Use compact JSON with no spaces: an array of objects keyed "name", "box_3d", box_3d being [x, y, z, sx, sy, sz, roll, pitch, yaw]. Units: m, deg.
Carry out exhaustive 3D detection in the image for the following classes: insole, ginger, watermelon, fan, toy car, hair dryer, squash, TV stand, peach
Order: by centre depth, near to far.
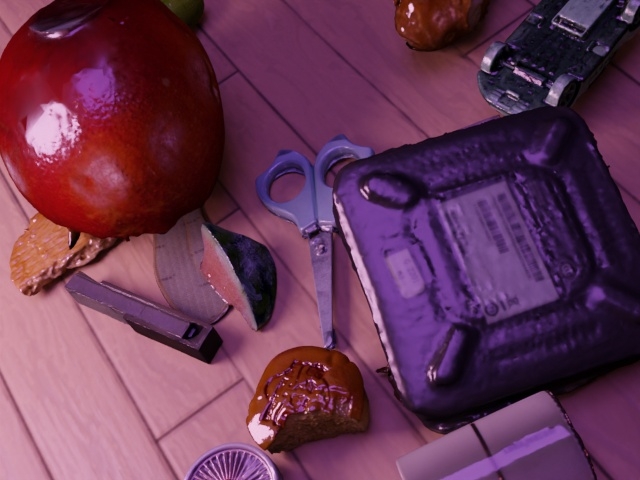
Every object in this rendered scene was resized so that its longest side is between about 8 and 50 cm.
[{"name":"hair dryer","box_3d":[0.242,0.360,1.053,0.203,0.128,0.362,-25,62,0]},{"name":"fan","box_3d":[-0.140,0.361,1.186,0.130,0.074,0.244,28,71,29]},{"name":"watermelon","box_3d":[-0.107,0.053,1.389,0.101,0.080,0.155,-4,46,-39]},{"name":"TV stand","box_3d":[-0.258,0.108,1.402,0.256,0.049,0.040,19,64,27]},{"name":"toy car","box_3d":[0.355,-0.275,1.411,0.136,0.125,0.306,33,75,28]},{"name":"peach","box_3d":[-0.316,-0.205,1.446,0.335,0.310,0.406,-11,44,2]},{"name":"insole","box_3d":[-0.209,-0.012,1.488,0.119,0.009,0.348,-22,54,4]},{"name":"ginger","box_3d":[0.249,-0.468,1.541,0.254,0.176,0.418,5,55,27]},{"name":"squash","box_3d":[-0.317,-0.337,1.688,0.292,0.082,0.082,-42,56,-11]}]

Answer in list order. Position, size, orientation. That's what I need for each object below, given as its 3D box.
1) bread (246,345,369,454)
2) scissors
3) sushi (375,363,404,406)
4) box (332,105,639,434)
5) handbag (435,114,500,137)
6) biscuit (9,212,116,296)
[{"name":"bread","box_3d":[-0.018,0.200,1.244,0.156,0.086,0.125,-19,53,4]},{"name":"scissors","box_3d":[0.001,0.001,1.405,0.191,0.029,0.360,-14,57,13]},{"name":"sushi","box_3d":[0.122,0.186,1.233,0.055,0.052,0.120,-32,57,-23]},{"name":"box","box_3d":[0.219,0.025,1.205,0.350,0.091,0.359,-18,72,-7]},{"name":"handbag","box_3d":[0.226,-0.087,1.351,0.117,0.095,0.173,-21,51,9]},{"name":"biscuit","box_3d":[-0.396,-0.011,1.530,0.224,0.033,0.144,-38,51,-14]}]
